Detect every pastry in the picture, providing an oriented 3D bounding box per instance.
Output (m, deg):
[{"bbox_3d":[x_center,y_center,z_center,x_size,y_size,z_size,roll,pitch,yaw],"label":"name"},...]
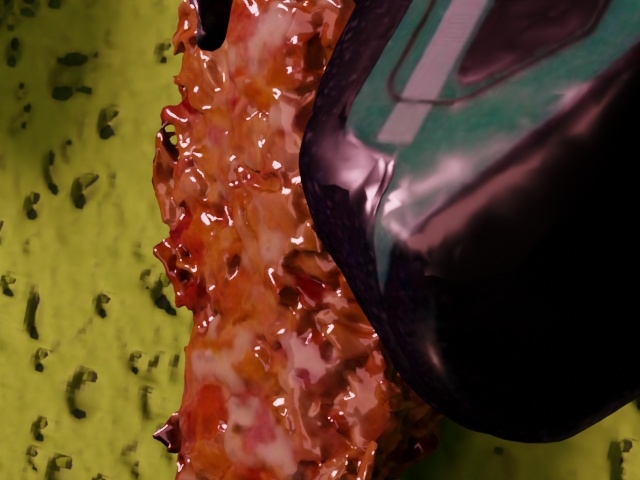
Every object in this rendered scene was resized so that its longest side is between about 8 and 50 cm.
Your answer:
[{"bbox_3d":[0.002,0.000,0.516,0.087,0.063,0.169,1,91,43],"label":"pastry"}]

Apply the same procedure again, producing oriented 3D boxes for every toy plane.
[{"bbox_3d":[0.103,-0.093,0.367,0.155,0.106,0.381,11,61,43],"label":"toy plane"}]
